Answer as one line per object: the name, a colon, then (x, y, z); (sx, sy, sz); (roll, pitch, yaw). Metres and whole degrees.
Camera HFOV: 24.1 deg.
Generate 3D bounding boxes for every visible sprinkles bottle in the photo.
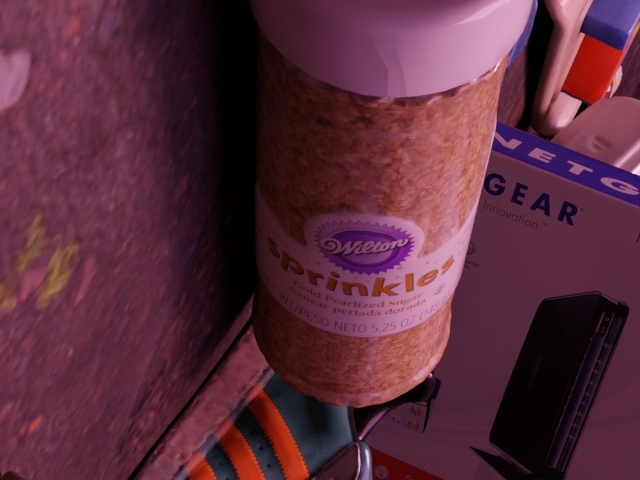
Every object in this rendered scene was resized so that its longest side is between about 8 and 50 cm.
sprinkles bottle: (0.025, -0.043, 0.744); (0.121, 0.121, 0.355); (-57, 165, -27)

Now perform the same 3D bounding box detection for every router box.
router box: (0.182, 0.096, 1.109); (0.082, 0.335, 0.301); (-36, 145, -63)

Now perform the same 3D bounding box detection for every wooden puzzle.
wooden puzzle: (0.309, -0.281, 1.457); (0.322, 0.080, 0.348); (-61, 166, -10)

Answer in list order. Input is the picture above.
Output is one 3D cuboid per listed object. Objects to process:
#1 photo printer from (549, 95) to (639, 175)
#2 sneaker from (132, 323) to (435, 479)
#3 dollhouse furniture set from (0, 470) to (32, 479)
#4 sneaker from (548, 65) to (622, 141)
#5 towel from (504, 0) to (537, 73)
photo printer: (0.280, 0.033, 1.569); (0.256, 0.107, 0.307); (-42, 139, -11)
sneaker: (-0.035, 0.156, 0.889); (0.302, 0.121, 0.108); (-56, 164, -30)
dollhouse furniture set: (-0.141, 0.237, 0.608); (0.259, 0.135, 0.262); (-56, 165, -28)
sneaker: (0.284, -0.128, 1.703); (0.084, 0.069, 0.185); (-42, 150, -36)
towel: (0.136, -0.150, 1.162); (0.119, 0.029, 0.067); (-51, 161, -42)
